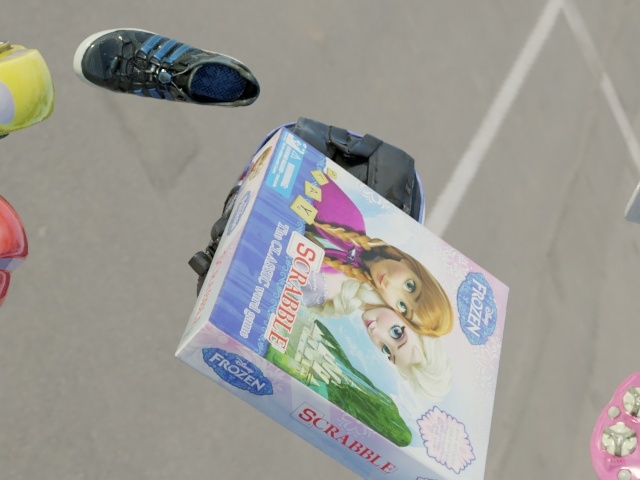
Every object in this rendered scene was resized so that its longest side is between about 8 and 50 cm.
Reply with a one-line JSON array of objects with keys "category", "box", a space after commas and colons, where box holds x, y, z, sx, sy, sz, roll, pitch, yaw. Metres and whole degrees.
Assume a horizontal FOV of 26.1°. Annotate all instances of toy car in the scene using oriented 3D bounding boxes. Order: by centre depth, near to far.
[{"category": "toy car", "box": [-0.233, -0.092, 0.894, 0.225, 0.053, 0.239, 70, 17, -52]}]

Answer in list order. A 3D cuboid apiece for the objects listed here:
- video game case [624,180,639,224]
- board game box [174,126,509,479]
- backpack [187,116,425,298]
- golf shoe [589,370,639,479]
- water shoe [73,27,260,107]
[{"category": "video game case", "box": [0.454, -0.046, 1.440, 0.206, 0.227, 0.026, 98, 12, -61]}, {"category": "board game box", "box": [0.039, 0.078, 1.385, 0.318, 0.066, 0.319, 34, 38, -15]}, {"category": "backpack", "box": [0.000, 0.000, 1.625, 0.276, 0.213, 0.263, 24, 64, -8]}, {"category": "golf shoe", "box": [0.319, 0.119, 1.107, 0.115, 0.306, 0.140, 32, -29, 32]}, {"category": "water shoe", "box": [-0.163, -0.187, 1.495, 0.080, 0.203, 0.073, -148, -116, -66]}]
